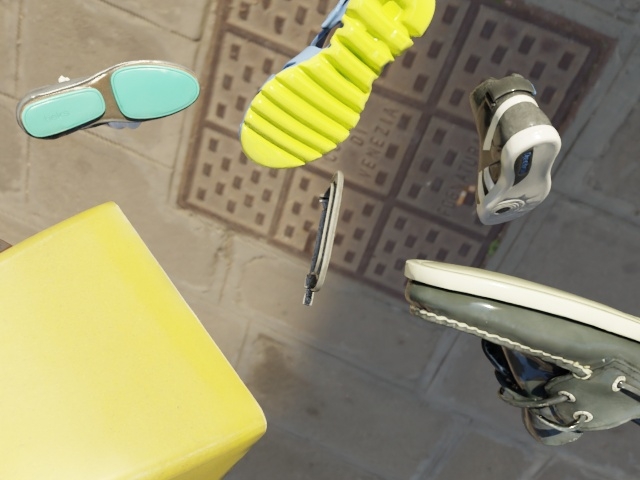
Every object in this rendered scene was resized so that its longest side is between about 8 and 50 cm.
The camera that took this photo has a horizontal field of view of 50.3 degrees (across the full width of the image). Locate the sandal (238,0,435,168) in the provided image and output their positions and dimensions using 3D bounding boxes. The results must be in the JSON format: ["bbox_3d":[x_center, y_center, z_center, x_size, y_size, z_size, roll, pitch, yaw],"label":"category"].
[{"bbox_3d":[0.016,-0.223,0.904,0.317,0.138,0.126,-45,109,4],"label":"sandal"}]

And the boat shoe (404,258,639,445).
[{"bbox_3d":[0.197,0.102,0.519,0.340,0.127,0.113,18,93,-31],"label":"boat shoe"}]

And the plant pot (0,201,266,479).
[{"bbox_3d":[-0.204,0.133,0.488,0.212,0.187,0.212,51,134,18],"label":"plant pot"}]

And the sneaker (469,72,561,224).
[{"bbox_3d":[0.212,-0.110,0.780,0.079,0.121,0.217,-13,158,-3],"label":"sneaker"}]

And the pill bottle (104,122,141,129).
[{"bbox_3d":[-0.405,-0.252,1.314,0.120,0.067,0.067,18,125,21],"label":"pill bottle"}]

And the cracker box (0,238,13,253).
[{"bbox_3d":[-0.437,0.091,0.717,0.067,0.232,0.155,29,111,-1],"label":"cracker box"}]

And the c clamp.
[{"bbox_3d":[0.000,0.000,0.789,0.022,0.137,0.160,12,87,-5],"label":"c clamp"}]

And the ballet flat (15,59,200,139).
[{"bbox_3d":[-0.241,-0.166,0.776,0.203,0.074,0.074,-17,121,-16],"label":"ballet flat"}]
